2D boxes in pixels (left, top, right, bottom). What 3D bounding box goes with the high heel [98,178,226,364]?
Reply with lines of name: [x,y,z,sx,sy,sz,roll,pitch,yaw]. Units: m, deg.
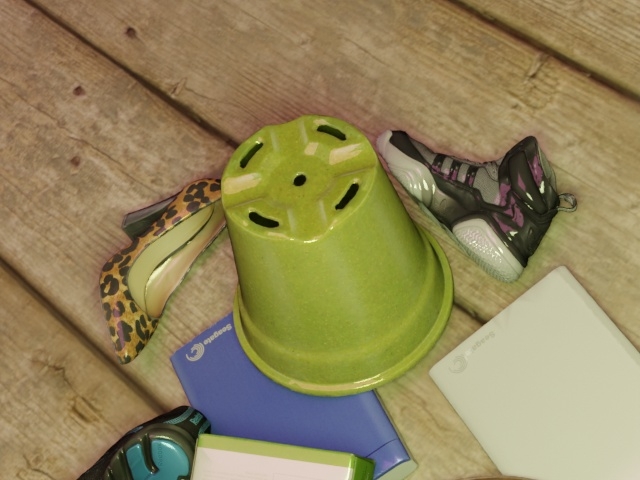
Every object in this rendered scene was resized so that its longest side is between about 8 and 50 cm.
high heel: [-0.188,0.033,2.152,0.186,0.093,0.261,-20,45,26]

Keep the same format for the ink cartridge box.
ink cartridge box: [-0.056,0.355,1.849,0.188,0.097,0.255,6,80,18]

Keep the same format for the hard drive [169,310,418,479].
hard drive: [-0.040,0.204,2.005,0.210,0.040,0.319,-35,51,7]

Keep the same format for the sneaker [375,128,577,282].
sneaker: [0.192,-0.078,2.010,0.153,0.101,0.268,-43,56,-1]

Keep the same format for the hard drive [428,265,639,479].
hard drive: [0.278,0.193,1.834,0.203,0.040,0.307,-39,51,3]

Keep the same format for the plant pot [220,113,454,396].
plant pot: [0.000,0.000,1.930,0.276,0.254,0.276,-8,53,10]

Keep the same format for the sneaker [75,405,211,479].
sneaker: [-0.253,0.330,2.010,0.341,0.125,0.140,-40,5,22]

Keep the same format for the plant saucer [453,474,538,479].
plant saucer: [0.149,0.361,1.694,0.310,0.050,0.311,-13,31,8]
